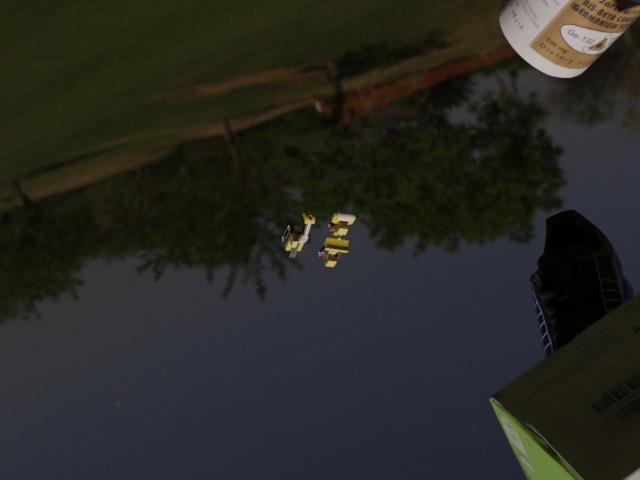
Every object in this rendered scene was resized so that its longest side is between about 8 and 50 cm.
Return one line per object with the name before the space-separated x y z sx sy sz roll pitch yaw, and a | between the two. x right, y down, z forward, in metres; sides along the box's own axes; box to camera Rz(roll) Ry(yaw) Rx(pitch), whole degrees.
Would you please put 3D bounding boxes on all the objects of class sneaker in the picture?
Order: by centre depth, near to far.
sneaker | 0.198 0.065 0.775 0.081 0.090 0.232 -26 -156 24

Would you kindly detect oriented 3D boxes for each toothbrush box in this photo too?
toothbrush box | 0.265 0.169 0.650 0.206 0.283 0.122 -32 -151 -8

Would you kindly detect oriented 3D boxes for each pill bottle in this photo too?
pill bottle | 0.316 -0.301 1.132 0.131 0.131 0.229 -27 165 -40

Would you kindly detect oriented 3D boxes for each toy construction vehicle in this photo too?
toy construction vehicle | 0.000 0.000 1.284 0.086 0.035 0.098 8 142 -21
